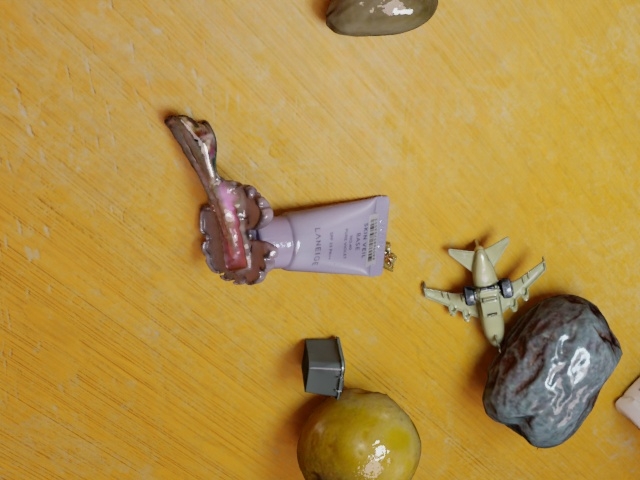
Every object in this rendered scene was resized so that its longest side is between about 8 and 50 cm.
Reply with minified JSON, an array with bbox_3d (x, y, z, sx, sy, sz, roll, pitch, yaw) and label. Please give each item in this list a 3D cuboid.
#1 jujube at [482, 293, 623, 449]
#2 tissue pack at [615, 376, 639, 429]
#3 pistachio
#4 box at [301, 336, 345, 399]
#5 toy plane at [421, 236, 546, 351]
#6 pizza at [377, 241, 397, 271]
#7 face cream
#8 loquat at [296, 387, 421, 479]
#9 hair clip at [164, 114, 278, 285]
[{"bbox_3d":[0.462,0.252,1.667,0.308,0.215,0.246,-56,156,-1],"label":"jujube"},{"bbox_3d":[0.867,0.341,1.821,0.194,0.266,0.356,40,98,-24],"label":"tissue pack"},{"bbox_3d":[0.097,-0.373,1.313,0.186,0.126,0.108,-12,76,-9],"label":"pistachio"},{"bbox_3d":[0.004,0.237,1.572,0.069,0.122,0.084,6,112,-8],"label":"box"},{"bbox_3d":[0.328,0.111,1.632,0.242,0.104,0.256,-13,113,5],"label":"toy plane"},{"bbox_3d":[0.122,0.025,1.562,0.037,0.016,0.083,-29,119,-11],"label":"pizza"},{"bbox_3d":[0.000,0.000,1.473,0.274,0.096,0.154,-4,104,-28],"label":"face cream"},{"bbox_3d":[0.069,0.408,1.610,0.244,0.244,0.243,-8,117,-15],"label":"loquat"},{"bbox_3d":[-0.163,-0.072,1.362,0.069,0.173,0.300,-32,108,-41],"label":"hair clip"}]
